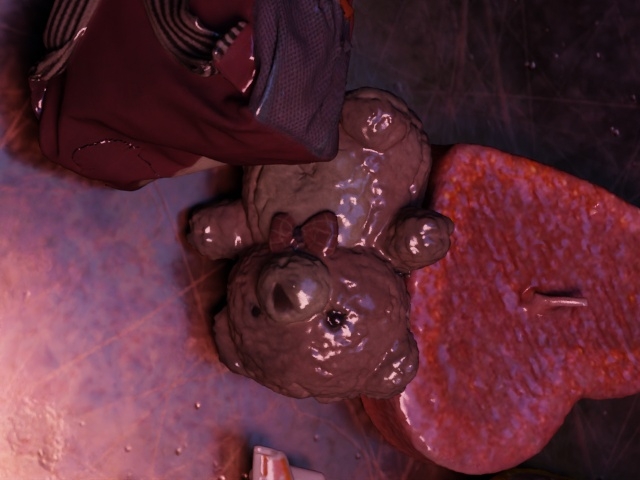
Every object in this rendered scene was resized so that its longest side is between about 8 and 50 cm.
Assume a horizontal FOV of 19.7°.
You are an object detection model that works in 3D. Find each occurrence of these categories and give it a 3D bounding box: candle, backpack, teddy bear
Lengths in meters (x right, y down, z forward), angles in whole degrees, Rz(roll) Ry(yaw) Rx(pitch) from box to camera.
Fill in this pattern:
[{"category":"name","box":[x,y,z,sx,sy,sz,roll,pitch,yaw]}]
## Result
[{"category":"candle","box":[0.174,0.041,1.624,0.317,0.131,0.287,-25,97,-19]},{"category":"backpack","box":[-0.084,-0.207,1.447,0.197,0.283,0.317,27,68,-46]},{"category":"teddy bear","box":[0.001,-0.001,1.537,0.151,0.236,0.267,42,58,-60]}]

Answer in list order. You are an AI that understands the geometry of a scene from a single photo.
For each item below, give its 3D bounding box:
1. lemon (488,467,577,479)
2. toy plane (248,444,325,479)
[{"category":"lemon","box":[0.213,0.324,1.591,0.240,0.240,0.219,16,96,-20]},{"category":"toy plane","box":[-0.071,0.292,1.547,0.245,0.117,0.244,0,90,-20]}]
